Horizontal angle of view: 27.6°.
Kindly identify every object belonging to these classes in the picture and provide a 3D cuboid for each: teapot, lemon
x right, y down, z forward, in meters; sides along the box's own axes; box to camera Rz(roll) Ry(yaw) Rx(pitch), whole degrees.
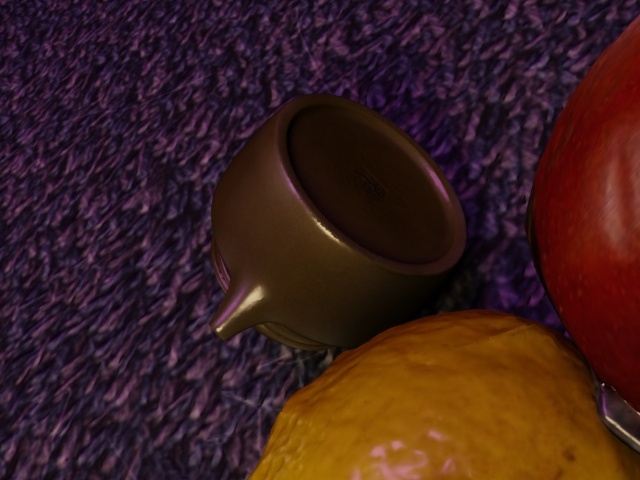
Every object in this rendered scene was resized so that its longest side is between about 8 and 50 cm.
[{"bbox_3d":[0.000,0.000,1.034,0.175,0.185,0.267,-45,-4,36],"label":"teapot"},{"bbox_3d":[0.076,0.164,0.756,0.233,0.233,0.288,20,58,46],"label":"lemon"}]

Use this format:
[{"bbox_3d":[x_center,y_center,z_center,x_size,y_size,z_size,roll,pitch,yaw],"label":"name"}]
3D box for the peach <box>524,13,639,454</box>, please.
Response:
[{"bbox_3d":[0.317,-0.026,0.681,0.416,0.353,0.339,-17,40,27],"label":"peach"}]
